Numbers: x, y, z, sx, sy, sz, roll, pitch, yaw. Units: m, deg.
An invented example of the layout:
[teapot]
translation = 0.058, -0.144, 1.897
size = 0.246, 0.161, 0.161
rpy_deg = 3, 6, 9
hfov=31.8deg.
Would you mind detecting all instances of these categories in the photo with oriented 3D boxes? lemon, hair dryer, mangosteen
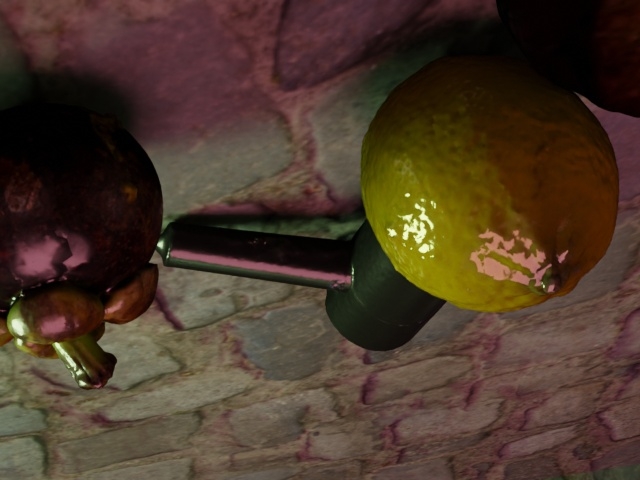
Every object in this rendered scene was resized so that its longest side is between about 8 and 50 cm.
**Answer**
[lemon]
translation = 0.128, -0.044, 0.869
size = 0.192, 0.231, 0.192
rpy_deg = -12, 132, -13
[hair dryer]
translation = 0.000, 0.000, 1.060
size = 0.302, 0.116, 0.244
rpy_deg = 5, 149, -16
[mangosteen]
translation = -0.205, 0.009, 0.844
size = 0.192, 0.217, 0.192
rpy_deg = -16, 167, -4

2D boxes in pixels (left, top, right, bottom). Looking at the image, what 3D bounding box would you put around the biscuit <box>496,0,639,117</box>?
[biscuit]
translation = 0.307, -0.219, 0.710
size = 0.407, 0.091, 0.407
rpy_deg = -7, 155, -3
